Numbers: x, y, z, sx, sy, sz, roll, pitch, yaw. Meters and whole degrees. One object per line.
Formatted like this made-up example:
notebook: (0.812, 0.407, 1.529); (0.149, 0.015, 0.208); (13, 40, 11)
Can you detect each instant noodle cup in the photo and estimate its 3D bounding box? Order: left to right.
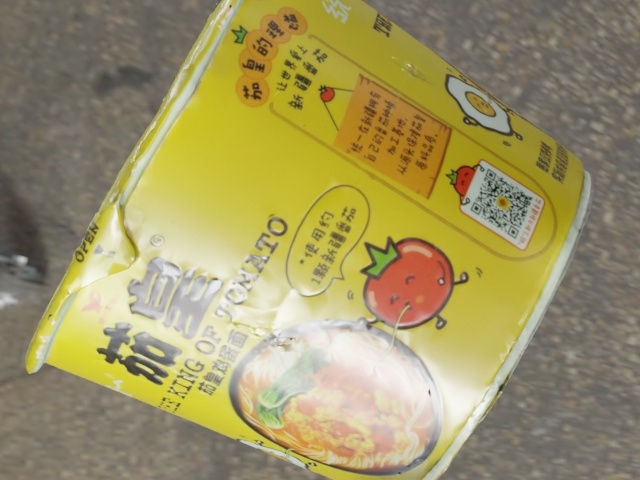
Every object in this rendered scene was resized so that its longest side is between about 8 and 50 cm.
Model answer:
instant noodle cup: (0.000, 0.000, 1.210); (0.254, 0.325, 0.326); (30, 98, -4)
